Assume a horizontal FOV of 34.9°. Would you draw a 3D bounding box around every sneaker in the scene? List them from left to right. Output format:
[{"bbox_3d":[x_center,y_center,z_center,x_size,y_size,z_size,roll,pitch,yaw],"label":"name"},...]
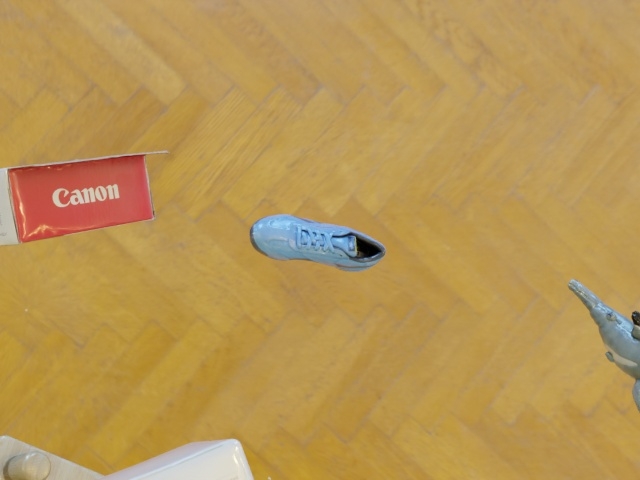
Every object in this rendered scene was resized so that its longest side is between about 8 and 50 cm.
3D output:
[{"bbox_3d":[0.000,0.000,1.487,0.209,0.082,0.069,13,75,-30],"label":"sneaker"}]

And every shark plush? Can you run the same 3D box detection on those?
[{"bbox_3d":[0.305,0.089,0.967,0.073,0.067,0.161,-23,55,-12],"label":"shark plush"}]

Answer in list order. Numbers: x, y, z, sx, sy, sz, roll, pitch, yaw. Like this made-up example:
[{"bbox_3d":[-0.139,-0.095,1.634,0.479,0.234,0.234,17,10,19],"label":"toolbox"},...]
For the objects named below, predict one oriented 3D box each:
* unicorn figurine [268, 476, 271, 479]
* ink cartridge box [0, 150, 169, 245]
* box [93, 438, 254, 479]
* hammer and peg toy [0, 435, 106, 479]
[{"bbox_3d":[0.000,0.374,1.313,0.162,0.111,0.060,33,73,-10],"label":"unicorn figurine"},{"bbox_3d":[-0.448,-0.073,1.763,0.309,0.272,0.130,-15,98,-52],"label":"ink cartridge box"},{"bbox_3d":[-0.089,0.170,0.579,0.102,0.101,0.087,-17,85,-23],"label":"box"},{"bbox_3d":[-0.321,0.429,1.150,0.266,0.127,0.361,33,54,-29],"label":"hammer and peg toy"}]
